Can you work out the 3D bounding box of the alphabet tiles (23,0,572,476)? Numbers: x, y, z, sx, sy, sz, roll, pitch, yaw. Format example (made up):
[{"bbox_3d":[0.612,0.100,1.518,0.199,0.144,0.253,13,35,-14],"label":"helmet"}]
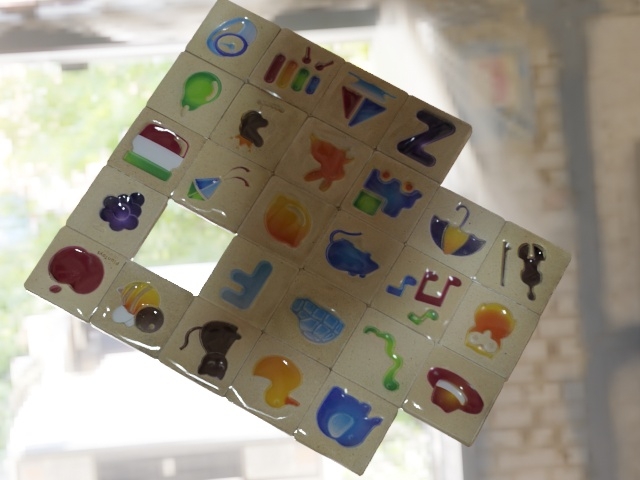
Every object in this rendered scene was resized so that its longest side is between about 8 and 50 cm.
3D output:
[{"bbox_3d":[0.000,0.000,0.821,0.237,0.198,0.009,28,-21,8],"label":"alphabet tiles"}]
